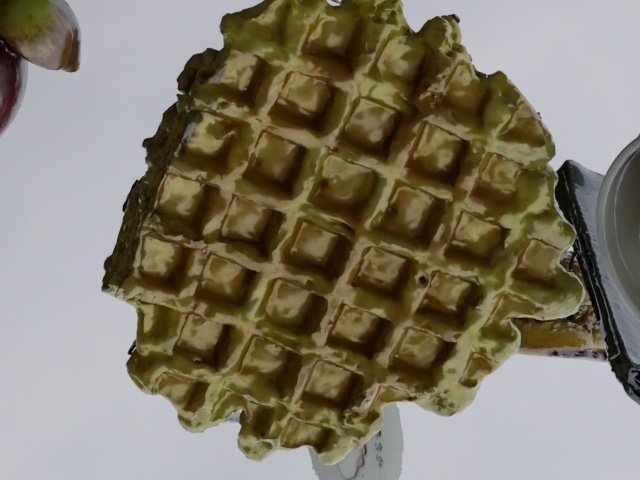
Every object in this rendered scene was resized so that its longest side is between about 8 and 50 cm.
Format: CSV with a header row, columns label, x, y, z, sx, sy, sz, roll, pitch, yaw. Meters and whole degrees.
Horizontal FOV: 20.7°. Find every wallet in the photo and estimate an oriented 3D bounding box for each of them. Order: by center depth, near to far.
label,x,y,z,sx,sy,sz,roll,pitch,yaw
wallet,0.305,0.059,1.533,0.046,0.191,0.379,-56,-164,25

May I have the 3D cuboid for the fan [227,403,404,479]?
label,x,y,z,sx,sy,sz,roll,pitch,yaw
fan,-0.005,0.209,1.968,0.009,0.329,0.190,-12,-104,37

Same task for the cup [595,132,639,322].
label,x,y,z,sx,sy,sz,roll,pitch,yaw
cup,0.317,-0.048,1.094,0.241,0.185,0.226,-30,-171,45

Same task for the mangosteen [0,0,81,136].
label,x,y,z,sx,sy,sz,roll,pitch,yaw
mangosteen,-0.211,-0.126,0.939,0.181,0.156,0.146,-59,-150,-6

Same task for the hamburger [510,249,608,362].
label,x,y,z,sx,sy,sz,roll,pitch,yaw
hamburger,0.232,0.064,1.871,0.191,0.182,0.118,4,-91,31

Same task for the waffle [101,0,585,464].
label,x,y,z,sx,sy,sz,roll,pitch,yaw
waffle,0.000,-0.002,1.089,0.312,0.307,0.060,-32,-158,12
